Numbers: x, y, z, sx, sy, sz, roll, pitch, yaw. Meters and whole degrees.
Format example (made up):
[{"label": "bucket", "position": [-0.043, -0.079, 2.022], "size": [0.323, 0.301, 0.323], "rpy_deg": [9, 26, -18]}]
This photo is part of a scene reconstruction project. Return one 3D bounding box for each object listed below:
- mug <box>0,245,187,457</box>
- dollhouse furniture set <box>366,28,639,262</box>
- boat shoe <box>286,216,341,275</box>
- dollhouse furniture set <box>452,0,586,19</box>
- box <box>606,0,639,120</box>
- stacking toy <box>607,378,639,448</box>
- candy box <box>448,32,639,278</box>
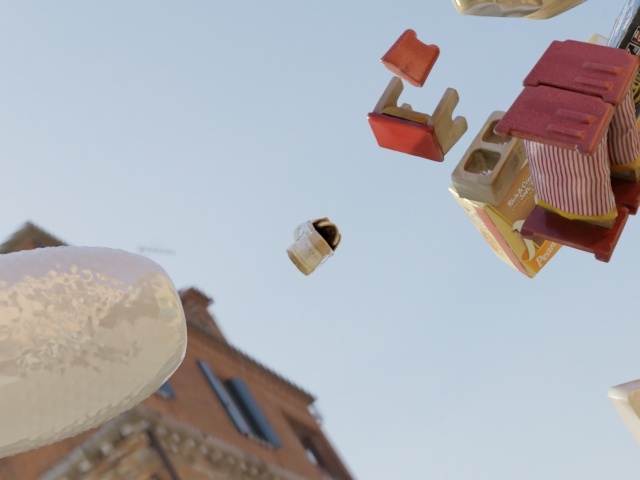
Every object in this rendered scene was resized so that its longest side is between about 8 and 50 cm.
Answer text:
[{"label": "mug", "position": [-0.385, 0.175, 1.847], "size": [0.328, 0.276, 0.374], "rpy_deg": [-14, -37, -30]}, {"label": "dollhouse furniture set", "position": [0.196, -0.132, 1.512], "size": [0.152, 0.374, 0.201], "rpy_deg": [-56, -37, -25]}, {"label": "boat shoe", "position": [0.000, 0.000, 1.673], "size": [0.059, 0.063, 0.170], "rpy_deg": [-38, 8, 13]}, {"label": "dollhouse furniture set", "position": [0.004, -0.304, 0.800], "size": [0.256, 0.394, 0.362], "rpy_deg": [-27, -5, 29]}, {"label": "box", "position": [0.428, -0.322, 1.510], "size": [0.293, 0.073, 0.295], "rpy_deg": [-67, -7, 34]}, {"label": "stacking toy", "position": [0.323, 0.142, 0.992], "size": [0.279, 0.130, 0.309], "rpy_deg": [-32, -73, -23]}, {"label": "candy box", "position": [0.351, -0.121, 1.835], "size": [0.316, 0.087, 0.183], "rpy_deg": [-46, -48, -5]}]
